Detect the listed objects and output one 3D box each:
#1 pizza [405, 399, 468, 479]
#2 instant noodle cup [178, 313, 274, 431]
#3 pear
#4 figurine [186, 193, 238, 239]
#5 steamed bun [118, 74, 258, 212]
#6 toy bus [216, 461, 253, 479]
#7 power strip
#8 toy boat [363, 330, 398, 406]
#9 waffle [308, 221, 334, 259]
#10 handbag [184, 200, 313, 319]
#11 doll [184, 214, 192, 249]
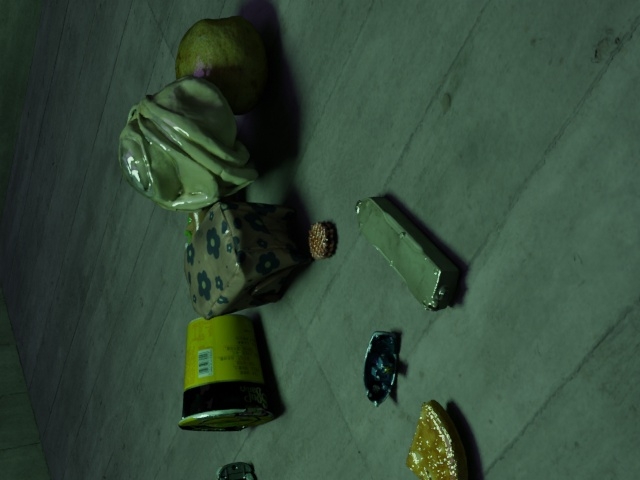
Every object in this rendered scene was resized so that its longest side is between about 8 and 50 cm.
[{"bbox_3d":[0.194,0.348,1.574,0.134,0.046,0.175,-21,75,57],"label":"pizza"},{"bbox_3d":[-0.215,0.293,2.118,0.215,0.215,0.236,-35,56,55],"label":"instant noodle cup"},{"bbox_3d":[-0.212,-0.357,2.036,0.228,0.188,0.211,-17,68,58],"label":"pear"},{"bbox_3d":[-0.273,-0.129,2.174,0.173,0.177,0.247,7,107,40],"label":"figurine"},{"bbox_3d":[-0.295,-0.175,1.928,0.280,0.207,0.268,-19,102,53],"label":"steamed bun"},{"bbox_3d":[-0.196,0.609,2.213,0.089,0.087,0.194,158,105,-68],"label":"toy bus"},{"bbox_3d":[0.141,0.013,1.627,0.286,0.048,0.080,49,131,45],"label":"power strip"},{"bbox_3d":[0.106,0.226,1.693,0.061,0.060,0.137,-122,40,-72],"label":"toy boat"},{"bbox_3d":[0.000,0.000,1.877,0.083,0.029,0.075,-17,75,61],"label":"waffle"},{"bbox_3d":[-0.152,0.038,1.978,0.251,0.193,0.190,-51,49,48],"label":"handbag"},{"bbox_3d":[-0.309,-0.040,2.368,0.115,0.050,0.190,2,93,52],"label":"doll"}]
